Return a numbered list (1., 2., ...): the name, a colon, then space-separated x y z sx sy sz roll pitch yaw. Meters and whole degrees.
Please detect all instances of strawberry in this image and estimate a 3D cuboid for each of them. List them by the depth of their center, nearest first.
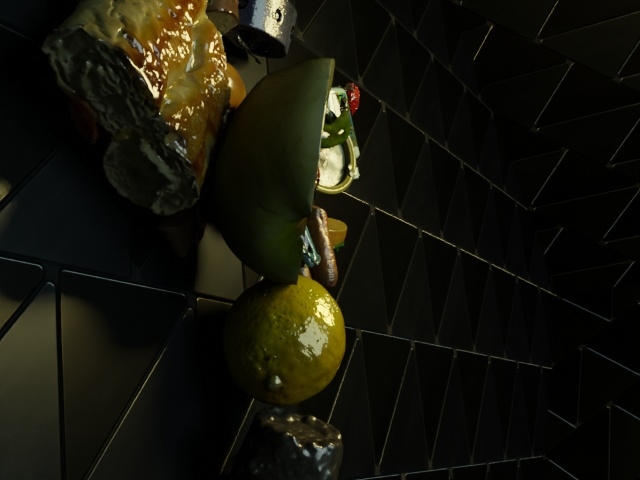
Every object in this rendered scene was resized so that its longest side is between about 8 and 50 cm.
1. strawberry: 0.061 -0.356 2.420 0.083 0.083 0.096 -69 168 -49

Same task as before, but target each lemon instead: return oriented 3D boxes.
1. lemon: -0.066 0.179 1.724 0.236 0.236 0.263 56 2 -38

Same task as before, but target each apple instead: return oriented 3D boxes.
1. apple: -0.046 -0.129 1.655 0.311 0.320 0.360 44 34 -32

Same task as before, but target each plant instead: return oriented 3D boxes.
1. plant: -0.071 0.438 1.612 0.188 0.199 0.276 -157 -97 -83

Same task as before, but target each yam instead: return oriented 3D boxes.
1. yam: -0.226 -0.509 1.830 0.128 0.129 0.238 55 28 -68

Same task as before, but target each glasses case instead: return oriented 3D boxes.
1. glasses case: -0.218 -0.056 1.705 0.102 0.070 0.193 59 31 -37

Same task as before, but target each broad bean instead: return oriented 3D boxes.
1. broad bean: -0.015 -0.276 2.119 0.292 0.049 0.144 -2 75 -53

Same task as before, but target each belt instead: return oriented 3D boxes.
1. belt: -0.133 -0.447 1.962 0.230 0.139 0.126 20 80 -75

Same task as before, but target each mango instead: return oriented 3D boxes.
1. mango: -0.194 -0.304 1.853 0.184 0.084 0.102 6 68 -68

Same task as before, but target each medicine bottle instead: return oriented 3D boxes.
1. medicine bottle: 0.039 -0.257 2.314 0.121 0.083 0.229 -13 92 -63

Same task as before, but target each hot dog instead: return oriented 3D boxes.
1. hot dog: -0.283 -0.283 1.546 0.365 0.196 0.367 -76 151 -45

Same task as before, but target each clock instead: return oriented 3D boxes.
1. clock: -0.015 -0.211 2.176 0.237 0.057 0.237 20 60 -38

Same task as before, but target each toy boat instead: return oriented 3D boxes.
1. toy boat: 0.000 0.000 2.140 0.229 0.089 0.088 -13 130 -65

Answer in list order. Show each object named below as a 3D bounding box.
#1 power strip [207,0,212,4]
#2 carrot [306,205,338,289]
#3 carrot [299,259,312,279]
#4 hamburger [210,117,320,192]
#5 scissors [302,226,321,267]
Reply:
1. power strip: -0.271 -0.455 1.692 0.075 0.175 0.042 121 -37 -71
2. carrot: -0.002 0.014 2.032 0.060 0.060 0.186 -2 81 -64
3. carrot: -0.047 0.073 2.011 0.066 0.066 0.314 -14 90 -65
4. hamburger: -0.112 -0.150 1.865 0.231 0.107 0.231 0 90 -36
5. scissors: -0.084 -0.126 1.994 0.180 0.032 0.393 -15 83 -60
